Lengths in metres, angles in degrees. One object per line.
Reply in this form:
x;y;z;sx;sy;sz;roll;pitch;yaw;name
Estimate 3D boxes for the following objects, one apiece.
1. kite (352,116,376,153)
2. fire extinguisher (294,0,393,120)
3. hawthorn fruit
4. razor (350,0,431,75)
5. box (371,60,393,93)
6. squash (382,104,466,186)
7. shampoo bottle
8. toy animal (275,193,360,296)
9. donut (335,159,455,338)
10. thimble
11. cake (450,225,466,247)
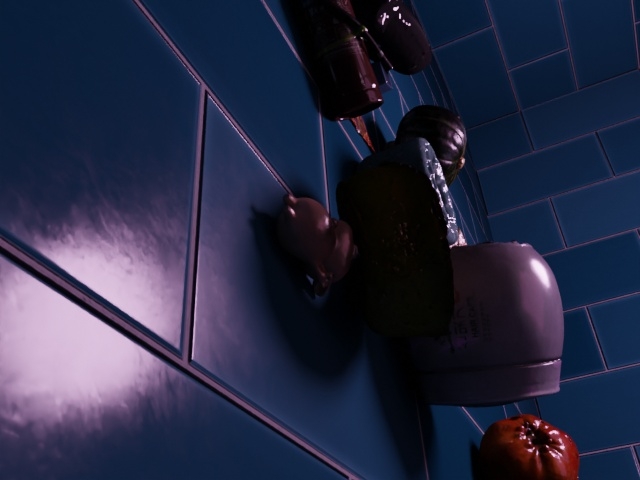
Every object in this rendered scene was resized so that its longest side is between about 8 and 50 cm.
0.071;-0.263;1.394;0.222;0.008;0.125;43;31;-57;kite
0.027;-0.390;1.193;0.105;0.142;0.341;158;-85;-81;fire extinguisher
0.457;0.517;1.485;0.211;0.211;0.299;-83;160;-52;hawthorn fruit
0.128;-0.480;1.506;0.107;0.189;0.327;-63;153;4;razor
0.132;-0.378;1.599;0.099;0.054;0.074;-5;79;-72;box
0.239;-0.201;1.532;0.172;0.218;0.218;36;11;16;squash
0.271;0.146;1.161;0.273;0.273;0.266;22;61;-67;shampoo bottle
-0.005;-0.001;0.818;0.089;0.083;0.150;29;-19;40;toy animal
0.086;0.015;0.932;0.272;0.107;0.272;170;-90;-82;donut
0.159;-0.077;1.254;0.235;0.143;0.198;-81;149;-53;thimble
0.201;0.021;1.450;0.220;0.117;0.086;-14;82;-39;cake
